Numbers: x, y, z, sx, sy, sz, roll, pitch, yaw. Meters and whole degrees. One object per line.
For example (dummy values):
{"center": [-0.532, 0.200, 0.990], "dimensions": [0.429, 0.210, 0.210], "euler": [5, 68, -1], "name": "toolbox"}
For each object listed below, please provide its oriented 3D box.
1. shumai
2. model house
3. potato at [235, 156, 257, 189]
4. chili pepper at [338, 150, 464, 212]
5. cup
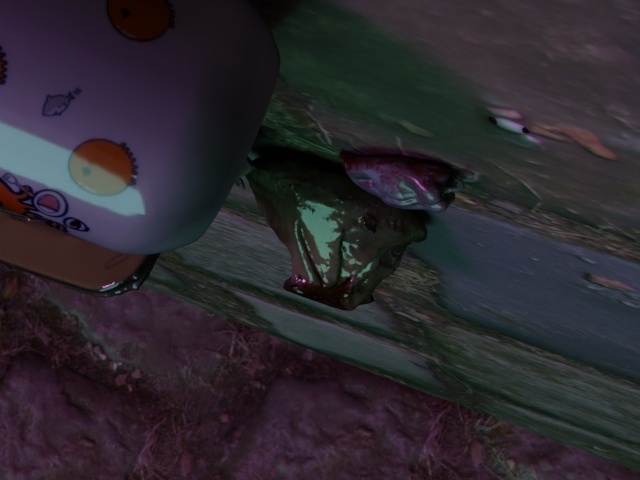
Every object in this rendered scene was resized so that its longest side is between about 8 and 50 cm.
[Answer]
{"center": [0.000, 0.000, 1.308], "dimensions": [0.201, 0.120, 0.201], "euler": [21, 172, 3], "name": "shumai"}
{"center": [-0.247, -0.115, 1.046], "dimensions": [0.205, 0.218, 0.279], "euler": [13, 161, 36], "name": "model house"}
{"center": [-0.110, -0.074, 1.254], "dimensions": [0.086, 0.061, 0.122], "euler": [54, 167, -6], "name": "potato"}
{"center": [0.068, -0.052, 1.132], "dimensions": [0.153, 0.041, 0.050], "euler": [13, 123, 41], "name": "chili pepper"}
{"center": [-0.198, -0.129, 0.871], "dimensions": [0.317, 0.212, 0.212], "euler": [23, 169, -12], "name": "cup"}
